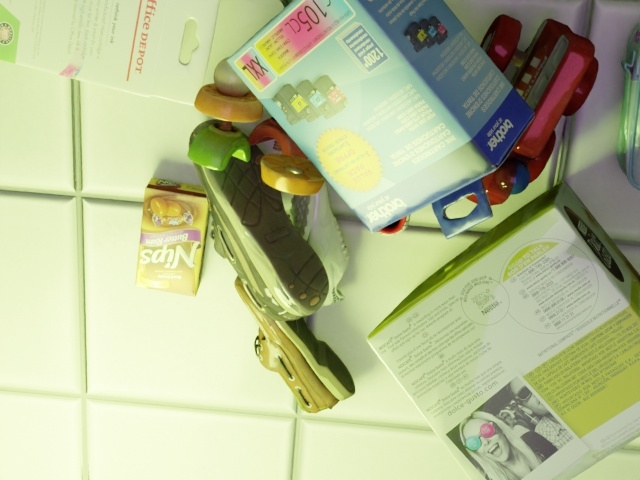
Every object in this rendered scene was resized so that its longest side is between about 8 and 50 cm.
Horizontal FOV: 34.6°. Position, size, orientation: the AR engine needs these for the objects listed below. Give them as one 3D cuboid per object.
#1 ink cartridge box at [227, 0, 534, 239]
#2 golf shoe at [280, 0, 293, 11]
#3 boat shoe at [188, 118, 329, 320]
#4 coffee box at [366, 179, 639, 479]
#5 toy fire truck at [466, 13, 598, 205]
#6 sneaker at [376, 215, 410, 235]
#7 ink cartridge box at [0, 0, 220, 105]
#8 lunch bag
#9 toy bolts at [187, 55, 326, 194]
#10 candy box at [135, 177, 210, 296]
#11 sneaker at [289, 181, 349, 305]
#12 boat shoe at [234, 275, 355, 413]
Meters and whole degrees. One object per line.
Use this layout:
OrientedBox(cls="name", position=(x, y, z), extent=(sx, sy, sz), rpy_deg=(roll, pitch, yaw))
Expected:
OrientedBox(cls="ink cartridge box", position=(0.100, -0.187, 1.419), extent=(0.395, 0.151, 0.270), rpy_deg=(48, 141, -11))
OrientedBox(cls="golf shoe", position=(-0.026, -0.381, 1.567), extent=(0.086, 0.067, 0.186), rpy_deg=(-14, 108, -27))
OrientedBox(cls="boat shoe", position=(-0.126, -0.022, 1.649), extent=(0.130, 0.132, 0.355), rpy_deg=(-35, 79, 42))
OrientedBox(cls="coffee box", position=(0.328, 0.148, 1.567), extent=(0.338, 0.338, 0.334), rpy_deg=(-38, 87, 18))
OrientedBox(cls="toy fire truck", position=(0.293, -0.182, 1.516), extent=(0.169, 0.254, 0.302), rpy_deg=(24, 112, -6))
OrientedBox(cls="sneaker", position=(0.073, -0.136, 1.610), extent=(0.090, 0.145, 0.270), rpy_deg=(-21, 110, 12))
OrientedBox(cls="ink cartridge box", position=(-0.327, -0.349, 1.562), extent=(0.354, 0.119, 0.207), rpy_deg=(15, 112, -1))
OrientedBox(cls="lunch bag", position=(0.566, -0.209, 1.564), extent=(0.224, 0.108, 0.279), rpy_deg=(3, 111, 8))
OrientedBox(cls="toy bolts", position=(-0.058, -0.188, 1.546), extent=(0.218, 0.228, 0.158), rpy_deg=(22, 114, 18))
OrientedBox(cls="candy box", position=(-0.248, -0.004, 1.740), extent=(0.109, 0.053, 0.186), rpy_deg=(10, 114, -1))
OrientedBox(cls="sneaker", position=(0.000, 0.000, 1.716), extent=(0.095, 0.090, 0.235), rpy_deg=(-2, 115, -14))
OrientedBox(cls="boat shoe", position=(-0.066, 0.181, 1.772), extent=(0.104, 0.110, 0.307), rpy_deg=(-32, 107, 15))
